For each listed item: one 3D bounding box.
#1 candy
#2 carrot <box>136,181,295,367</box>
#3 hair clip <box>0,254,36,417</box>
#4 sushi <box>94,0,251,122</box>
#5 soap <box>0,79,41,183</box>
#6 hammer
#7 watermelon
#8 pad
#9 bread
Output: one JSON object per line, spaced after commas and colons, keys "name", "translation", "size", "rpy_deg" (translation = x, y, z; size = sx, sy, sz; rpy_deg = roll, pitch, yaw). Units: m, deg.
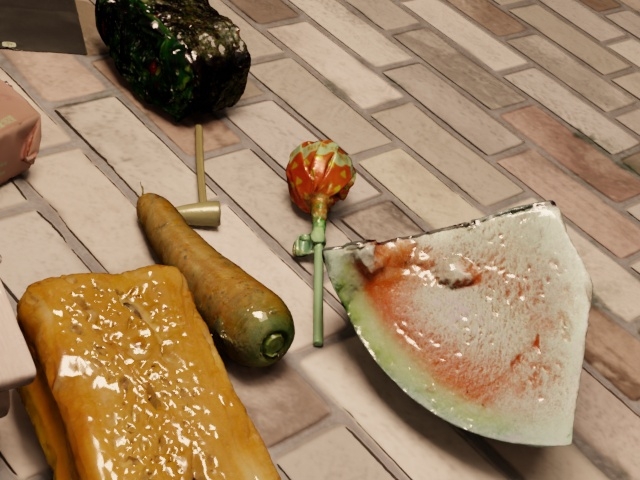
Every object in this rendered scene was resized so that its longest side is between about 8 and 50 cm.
{"name": "candy", "translation": [0.000, 0.001, 1.157], "size": [0.084, 0.078, 0.287], "rpy_deg": [40, 35, -37]}
{"name": "carrot", "translation": [-0.128, 0.023, 1.071], "size": [0.078, 0.078, 0.298], "rpy_deg": [-13, 41, -34]}
{"name": "hair clip", "translation": [-0.332, -0.006, 0.885], "size": [0.085, 0.101, 0.330], "rpy_deg": [-11, 64, -42]}
{"name": "sushi", "translation": [-0.196, -0.251, 1.326], "size": [0.127, 0.124, 0.225], "rpy_deg": [-19, 57, -38]}
{"name": "soap", "translation": [-0.435, -0.098, 1.058], "size": [0.218, 0.098, 0.273], "rpy_deg": [33, 40, 14]}
{"name": "hammer", "translation": [-0.151, -0.080, 1.221], "size": [0.060, 0.028, 0.195], "rpy_deg": [0, 37, -9]}
{"name": "watermelon", "translation": [0.173, 0.067, 1.013], "size": [0.320, 0.213, 0.289], "rpy_deg": [10, 39, -30]}
{"name": "pad", "translation": [-0.386, -0.308, 1.416], "size": [0.116, 0.004, 0.193], "rpy_deg": [1, 40, -22]}
{"name": "bread", "translation": [-0.128, 0.180, 0.840], "size": [0.185, 0.109, 0.380], "rpy_deg": [-1, 43, -30]}
